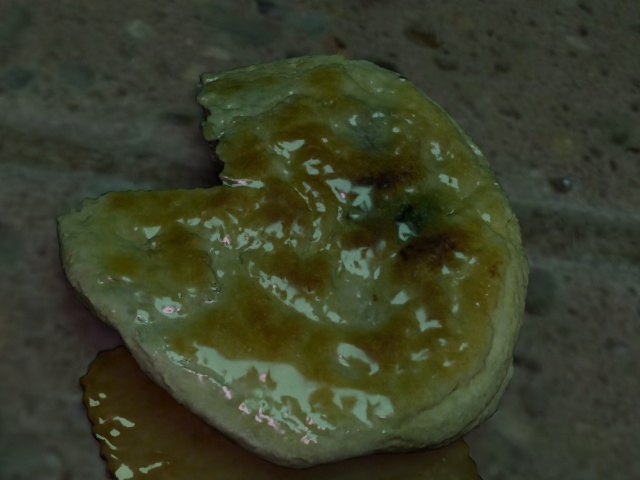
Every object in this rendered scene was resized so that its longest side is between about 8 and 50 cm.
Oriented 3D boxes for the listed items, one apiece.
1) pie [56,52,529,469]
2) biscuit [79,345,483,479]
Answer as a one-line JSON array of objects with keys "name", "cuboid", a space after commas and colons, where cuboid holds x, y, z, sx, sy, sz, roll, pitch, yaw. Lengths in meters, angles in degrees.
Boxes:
[{"name": "pie", "cuboid": [0.000, 0.000, 0.731, 0.337, 0.075, 0.337, 7, 52, -9]}, {"name": "biscuit", "cuboid": [-0.012, 0.148, 0.677, 0.237, 0.013, 0.232, -11, 61, -21]}]
